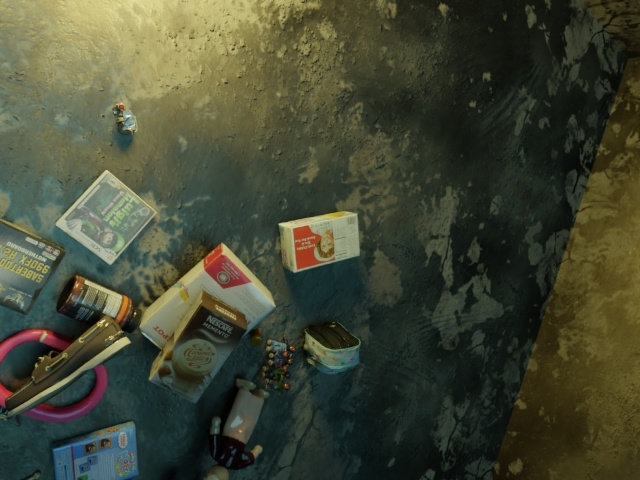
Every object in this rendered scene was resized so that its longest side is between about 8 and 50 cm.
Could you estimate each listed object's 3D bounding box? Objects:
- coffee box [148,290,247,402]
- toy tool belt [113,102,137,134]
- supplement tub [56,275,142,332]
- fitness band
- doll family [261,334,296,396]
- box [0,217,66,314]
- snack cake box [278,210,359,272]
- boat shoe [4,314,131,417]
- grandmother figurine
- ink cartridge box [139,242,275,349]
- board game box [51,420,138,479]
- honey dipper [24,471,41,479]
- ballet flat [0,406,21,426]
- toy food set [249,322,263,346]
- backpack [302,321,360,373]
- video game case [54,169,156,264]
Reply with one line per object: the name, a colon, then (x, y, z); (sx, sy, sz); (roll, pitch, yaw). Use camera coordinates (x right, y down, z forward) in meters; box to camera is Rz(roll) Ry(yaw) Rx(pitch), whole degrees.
coffee box: (-0.319, 0.278, 1.292); (0.141, 0.098, 0.247); (32, 97, -18)
toy tool belt: (-0.508, -0.318, 1.290); (0.052, 0.051, 0.083); (-20, 108, -29)
supplement tub: (-0.576, 0.177, 1.300); (0.198, 0.106, 0.106); (34, 79, -33)
fitness band: (-0.702, 0.353, 1.278); (0.291, 0.054, 0.209); (37, 78, -31)
doll family: (-0.133, 0.415, 1.645); (0.111, 0.076, 0.193); (16, 83, -31)
box: (-0.769, 0.048, 1.179); (0.231, 0.056, 0.183); (35, 78, -32)
snack cake box: (0.000, 0.000, 1.655); (0.264, 0.089, 0.152); (-13, 107, -31)
boat shoe: (-0.634, 0.310, 1.217); (0.324, 0.116, 0.097); (-34, 87, -5)
grandmother figurine: (-0.265, 0.616, 1.513); (0.207, 0.104, 0.342); (36, 53, -17)
ink cartridge box: (-0.314, 0.193, 1.392); (0.306, 0.131, 0.226); (-40, 109, 1)
board game box: (-0.626, 0.615, 1.381); (0.211, 0.039, 0.160); (-6, 101, -32)
honey dipper: (-0.808, 0.648, 1.274); (0.160, 0.030, 0.031); (-23, 110, -30)
ballet flat: (-0.800, 0.433, 1.237); (0.114, 0.041, 0.041); (39, 77, -33)
toy food set: (-0.271, 0.227, 1.533); (0.232, 0.104, 0.111); (28, 96, -16)
backpack: (0.044, 0.373, 1.687); (0.165, 0.188, 0.145); (-2, 99, -34)
video game case: (-0.566, -0.059, 1.314); (0.173, 0.022, 0.190); (46, 73, -30)
